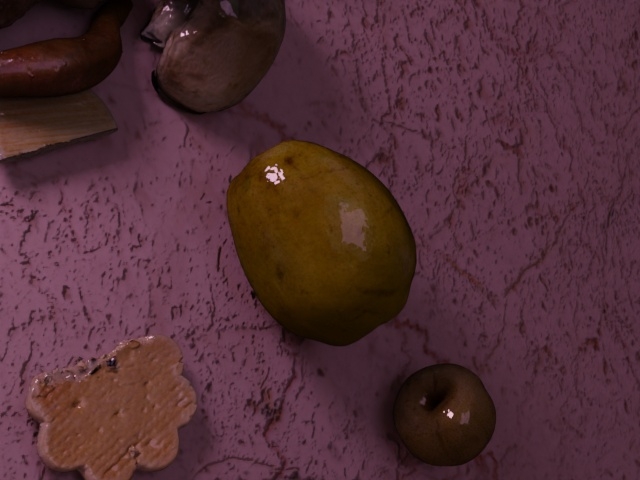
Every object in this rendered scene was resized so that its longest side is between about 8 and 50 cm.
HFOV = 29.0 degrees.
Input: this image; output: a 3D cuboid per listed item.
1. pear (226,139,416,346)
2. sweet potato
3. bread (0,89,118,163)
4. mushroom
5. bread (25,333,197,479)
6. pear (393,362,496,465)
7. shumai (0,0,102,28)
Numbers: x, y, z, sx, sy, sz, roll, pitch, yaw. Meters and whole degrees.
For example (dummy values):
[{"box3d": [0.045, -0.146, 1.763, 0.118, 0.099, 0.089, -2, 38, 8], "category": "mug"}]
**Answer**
[{"box3d": [0.000, 0.000, 1.812, 0.307, 0.253, 0.253, 50, 52, -3], "category": "pear"}, {"box3d": [-0.339, -0.253, 1.674, 0.108, 0.079, 0.346, 41, 42, 8], "category": "sweet potato"}, {"box3d": [-0.378, -0.174, 1.680, 0.193, 0.036, 0.112, -22, 84, -42], "category": "bread"}, {"box3d": [-0.134, -0.323, 1.835, 0.189, 0.164, 0.267, 41, 56, -23], "category": "mushroom"}, {"box3d": [-0.273, 0.233, 1.651, 0.250, 0.039, 0.182, -19, 91, -41], "category": "bread"}, {"box3d": [0.197, 0.275, 1.946, 0.167, 0.167, 0.137, -64, 145, -31], "category": "pear"}, {"box3d": [-0.406, -0.421, 1.674, 0.283, 0.217, 0.346, 20, 76, -69], "category": "shumai"}]
